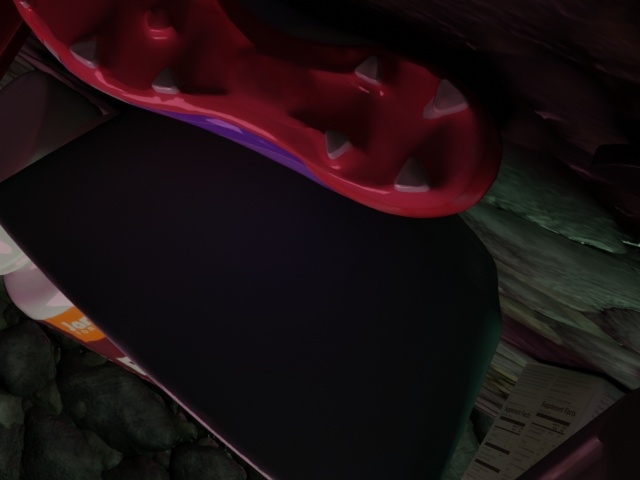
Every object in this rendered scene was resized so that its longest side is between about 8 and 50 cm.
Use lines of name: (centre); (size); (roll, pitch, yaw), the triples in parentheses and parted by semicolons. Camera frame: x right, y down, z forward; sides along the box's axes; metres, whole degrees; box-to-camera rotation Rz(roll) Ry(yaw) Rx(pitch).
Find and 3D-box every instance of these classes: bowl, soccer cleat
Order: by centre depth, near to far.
soccer cleat: (-0.033, -0.079, 0.595); (0.248, 0.083, 0.095); (27, 178, 16)
bowl: (-0.017, 0.019, 0.751); (0.311, 0.163, 0.311); (43, 178, 2)

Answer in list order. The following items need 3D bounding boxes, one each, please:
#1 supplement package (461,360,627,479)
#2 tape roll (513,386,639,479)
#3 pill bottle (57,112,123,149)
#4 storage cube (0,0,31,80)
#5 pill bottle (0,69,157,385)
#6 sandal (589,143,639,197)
supplement package: (0.303, 0.247, 1.274); (0.262, 0.145, 0.204); (32, 174, -8)
tape roll: (0.163, 0.214, 0.625); (0.246, 0.169, 0.246); (29, -146, -22)
pill bottle: (-0.063, 0.023, 1.035); (0.334, 0.188, 0.188); (28, 173, 30)
storage cube: (-0.348, -0.149, 1.008); (0.215, 0.193, 0.183); (33, 174, -11)
pill bottle: (-0.169, 0.014, 1.314); (0.392, 0.224, 0.224); (34, 173, -32)
sandal: (0.177, 0.018, 0.513); (0.179, 0.040, 0.067); (33, 174, -16)
